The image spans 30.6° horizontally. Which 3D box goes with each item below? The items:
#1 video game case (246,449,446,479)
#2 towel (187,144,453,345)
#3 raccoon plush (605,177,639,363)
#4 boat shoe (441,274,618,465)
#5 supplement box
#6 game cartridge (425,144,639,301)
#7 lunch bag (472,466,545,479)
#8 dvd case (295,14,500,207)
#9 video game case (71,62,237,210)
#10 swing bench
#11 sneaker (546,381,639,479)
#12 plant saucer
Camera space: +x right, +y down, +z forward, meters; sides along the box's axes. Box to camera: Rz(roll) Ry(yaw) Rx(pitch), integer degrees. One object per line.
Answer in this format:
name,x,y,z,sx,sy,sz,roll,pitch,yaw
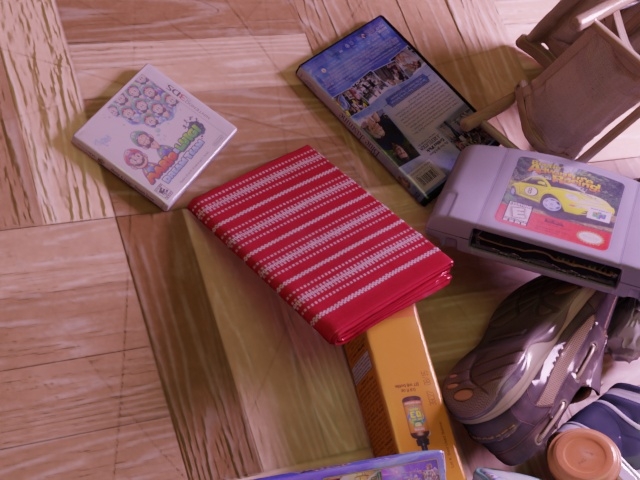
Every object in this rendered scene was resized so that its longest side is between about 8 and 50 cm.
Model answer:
video game case,0.011,0.350,1.164,0.269,0.061,0.244,-5,84,-23
towel,0.000,0.000,1.383,0.198,0.031,0.275,-28,54,-32
raccoon plush,0.569,0.032,1.611,0.299,0.216,0.446,36,82,-16
boat shoe,0.274,0.142,1.425,0.355,0.132,0.130,-39,107,-39
supplement box,0.092,0.187,1.333,0.078,0.080,0.234,-4,61,-22
game cartridge,0.295,-0.031,1.459,0.294,0.060,0.196,16,36,12
lunch bag,0.273,0.347,1.208,0.224,0.279,0.108,19,100,-15
dvd case,0.110,-0.182,1.591,0.253,0.022,0.180,47,54,8
video game case,-0.200,-0.129,1.430,0.143,0.019,0.157,36,54,1
swing bench,0.359,-0.236,1.572,0.165,0.253,0.255,40,50,-4
sneaker,0.418,0.293,1.394,0.282,0.099,0.153,46,57,11
plant saucer,0.300,0.247,1.329,0.083,0.013,0.084,-4,45,4
